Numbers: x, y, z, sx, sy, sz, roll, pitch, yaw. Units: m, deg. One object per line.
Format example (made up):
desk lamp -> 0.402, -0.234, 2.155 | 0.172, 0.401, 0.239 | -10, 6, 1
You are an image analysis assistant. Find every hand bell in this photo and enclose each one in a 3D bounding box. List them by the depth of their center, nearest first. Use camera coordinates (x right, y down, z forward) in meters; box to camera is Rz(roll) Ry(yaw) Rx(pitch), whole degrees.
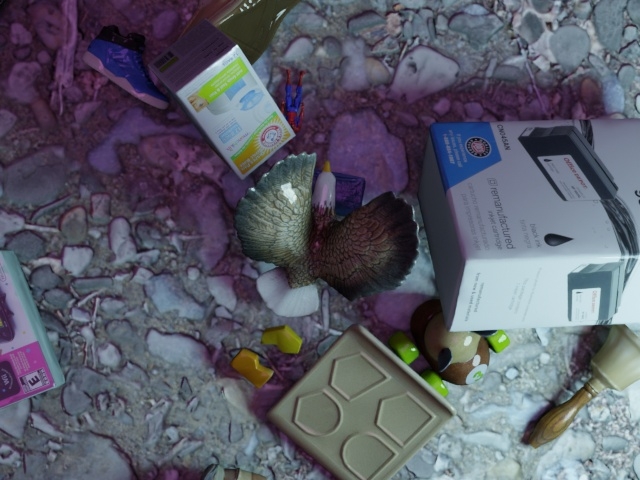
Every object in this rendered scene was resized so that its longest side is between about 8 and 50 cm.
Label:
hand bell -> 0.424, 0.244, 1.573 | 0.126, 0.126, 0.242 | 44, 99, -3

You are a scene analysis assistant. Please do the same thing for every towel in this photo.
towel -> 0.011, -0.076, 1.560 | 0.120, 0.029, 0.067 | 10, 89, -5

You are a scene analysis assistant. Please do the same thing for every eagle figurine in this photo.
eagle figurine -> -0.002, -0.011, 1.422 | 0.226, 0.298, 0.225 | -23, 92, -5

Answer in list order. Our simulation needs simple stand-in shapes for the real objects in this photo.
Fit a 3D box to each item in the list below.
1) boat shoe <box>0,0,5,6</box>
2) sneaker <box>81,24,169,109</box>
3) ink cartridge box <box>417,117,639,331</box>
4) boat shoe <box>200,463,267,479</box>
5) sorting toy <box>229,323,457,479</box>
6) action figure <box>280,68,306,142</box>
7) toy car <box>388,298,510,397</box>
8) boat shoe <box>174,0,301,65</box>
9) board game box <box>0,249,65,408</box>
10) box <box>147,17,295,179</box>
boat shoe -> -0.449, -0.462, 1.448 | 0.156, 0.187, 0.500 | 24, 82, 1
sneaker -> -0.283, -0.272, 1.520 | 0.152, 0.058, 0.084 | 34, 95, 2
ink cartridge box -> 0.365, -0.031, 1.458 | 0.395, 0.166, 0.285 | -2, 48, -6
boat shoe -> -0.132, 0.505, 1.495 | 0.117, 0.123, 0.324 | 3, 91, -7
sorting toy -> 0.026, 0.233, 1.523 | 0.307, 0.041, 0.229 | 41, 109, -3
action figure -> -0.044, -0.211, 1.558 | 0.038, 0.030, 0.115 | 5, 91, -10
toy car -> 0.209, 0.160, 1.495 | 0.155, 0.188, 0.149 | -38, 93, -5
boat shoe -> -0.125, -0.363, 1.520 | 0.341, 0.121, 0.110 | -45, 58, -1
board game box -> -0.569, 0.171, 1.470 | 0.304, 0.097, 0.223 | -22, 91, -4
box -> -0.142, -0.205, 1.457 | 0.114, 0.103, 0.203 | -40, 137, -5
